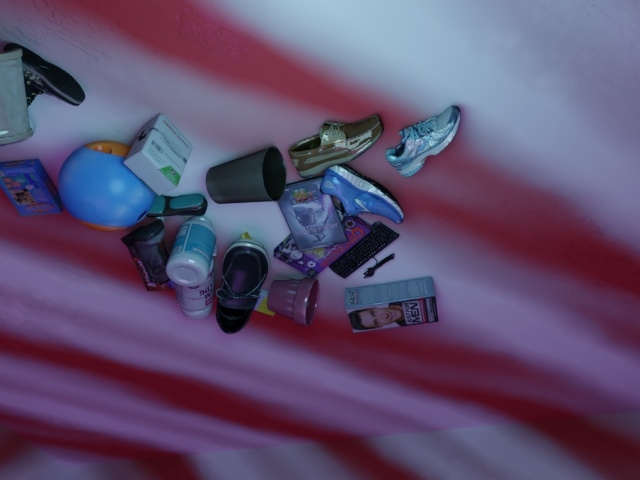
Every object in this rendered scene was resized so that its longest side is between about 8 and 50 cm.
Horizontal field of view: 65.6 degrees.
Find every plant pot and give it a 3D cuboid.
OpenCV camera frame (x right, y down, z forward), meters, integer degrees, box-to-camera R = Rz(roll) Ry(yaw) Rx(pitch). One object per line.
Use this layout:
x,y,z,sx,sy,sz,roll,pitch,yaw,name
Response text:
-0.116,0.242,2.058,0.180,0.201,0.202,10,136,14,plant pot

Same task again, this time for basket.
-0.249,-0.199,1.637,0.226,0.205,0.154,-9,137,22,basket

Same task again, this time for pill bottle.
-0.457,0.026,1.789,0.146,0.264,0.146,1,134,1,pill bottle
-0.508,0.182,2.013,0.160,0.161,0.283,5,134,-4,pill bottle

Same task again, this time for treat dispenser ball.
-0.675,-0.173,1.584,0.287,0.288,0.288,0,134,0,treat dispenser ball

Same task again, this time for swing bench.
-0.961,-0.420,1.366,0.254,0.165,0.254,22,125,10,swing bench

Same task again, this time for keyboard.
0.190,0.062,1.978,0.201,0.033,0.317,30,128,-26,keyboard

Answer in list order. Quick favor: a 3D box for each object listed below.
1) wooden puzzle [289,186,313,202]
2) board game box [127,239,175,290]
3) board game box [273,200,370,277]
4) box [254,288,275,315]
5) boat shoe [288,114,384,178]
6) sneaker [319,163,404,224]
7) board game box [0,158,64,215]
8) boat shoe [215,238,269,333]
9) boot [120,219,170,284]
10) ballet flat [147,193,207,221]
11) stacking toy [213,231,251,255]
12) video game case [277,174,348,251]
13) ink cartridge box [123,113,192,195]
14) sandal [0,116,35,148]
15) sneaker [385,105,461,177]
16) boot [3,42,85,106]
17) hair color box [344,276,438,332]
-0.068,-0.158,1.727,0.083,0.006,0.049,-10,121,20,wooden puzzle
-0.679,0.106,2.034,0.144,0.027,0.282,-1,134,4,board game box
0.000,0.000,1.912,0.208,0.056,0.347,27,128,-28,board game box
-0.264,0.260,2.165,0.178,0.043,0.109,20,130,-16,box
0.040,-0.309,1.563,0.323,0.123,0.120,-25,126,22,boat shoe
0.140,-0.139,1.701,0.329,0.130,0.147,29,109,-15,sneaker
-1.023,-0.182,1.746,0.159,0.047,0.210,-4,133,4,board game box
-0.316,0.192,1.963,0.186,0.156,0.501,12,132,-12,boat shoe
-0.592,0.052,1.805,0.338,0.118,0.223,-4,119,59,boot
-0.543,-0.113,1.780,0.280,0.095,0.096,1,146,0,ballet flat
-0.320,0.068,1.976,0.166,0.052,0.221,-15,132,15,stacking toy
-0.035,-0.090,1.786,0.195,0.026,0.274,-11,120,20,video game case
-0.499,-0.269,1.547,0.086,0.209,0.153,-22,129,24,ink cartridge box
-1.105,-0.318,1.578,0.415,0.102,0.169,-19,131,19,sandal
0.317,-0.319,1.558,0.122,0.110,0.283,29,128,-20,sneaker
-0.833,-0.441,1.470,0.236,0.085,0.178,35,128,-20,boot
0.304,0.278,2.128,0.373,0.114,0.186,-9,133,10,hair color box
